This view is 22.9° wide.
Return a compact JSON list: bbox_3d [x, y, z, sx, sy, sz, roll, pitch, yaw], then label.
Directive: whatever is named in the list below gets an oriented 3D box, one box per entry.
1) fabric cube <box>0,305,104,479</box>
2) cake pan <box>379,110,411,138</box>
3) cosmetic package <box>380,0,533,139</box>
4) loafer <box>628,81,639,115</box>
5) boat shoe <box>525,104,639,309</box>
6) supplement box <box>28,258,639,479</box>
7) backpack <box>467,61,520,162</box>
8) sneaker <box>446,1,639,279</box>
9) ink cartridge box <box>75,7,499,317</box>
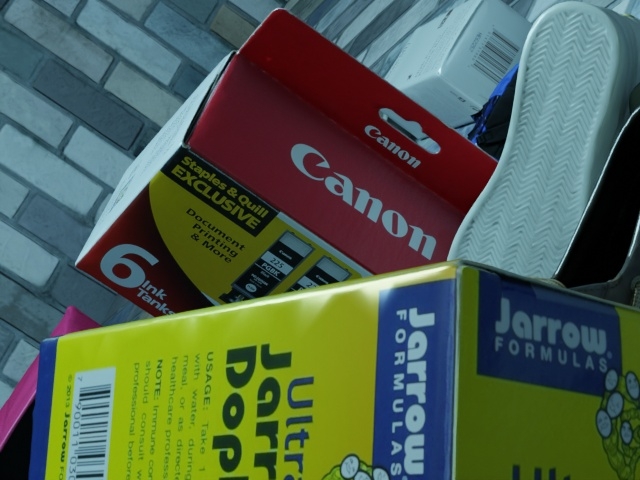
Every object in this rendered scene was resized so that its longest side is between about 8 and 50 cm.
[{"bbox_3d":[-0.230,0.256,1.664,0.259,0.254,0.258,-56,11,2],"label":"fabric cube"},{"bbox_3d":[0.018,-0.052,1.981,0.293,0.054,0.293,-52,13,17],"label":"cake pan"},{"bbox_3d":[0.148,-0.194,1.789,0.117,0.085,0.231,-58,14,-13],"label":"cosmetic package"},{"bbox_3d":[0.287,-0.095,1.041,0.251,0.094,0.087,130,146,-67],"label":"loafer"},{"bbox_3d":[0.158,0.068,0.959,0.355,0.130,0.132,-59,13,-16],"label":"boat shoe"},{"bbox_3d":[0.014,0.141,0.838,0.356,0.194,0.195,-13,70,49],"label":"supplement box"},{"bbox_3d":[0.179,-0.096,1.387,0.120,0.098,0.101,-61,10,-21],"label":"backpack"},{"bbox_3d":[0.191,-0.038,1.226,0.169,0.108,0.292,-14,-55,-63],"label":"sneaker"},{"bbox_3d":[0.000,0.000,1.315,0.272,0.309,0.130,-44,17,45],"label":"ink cartridge box"}]
